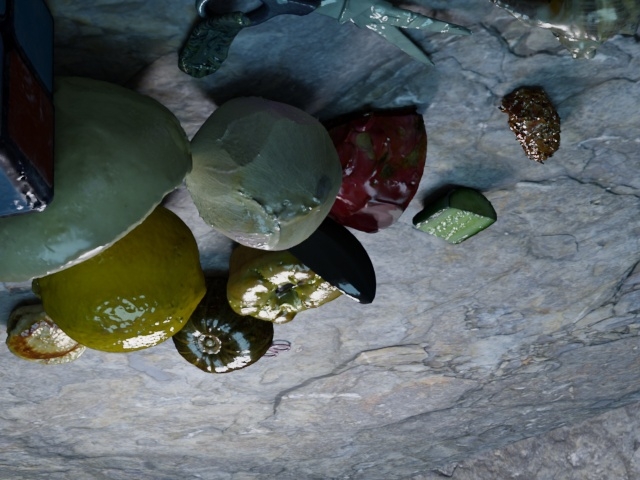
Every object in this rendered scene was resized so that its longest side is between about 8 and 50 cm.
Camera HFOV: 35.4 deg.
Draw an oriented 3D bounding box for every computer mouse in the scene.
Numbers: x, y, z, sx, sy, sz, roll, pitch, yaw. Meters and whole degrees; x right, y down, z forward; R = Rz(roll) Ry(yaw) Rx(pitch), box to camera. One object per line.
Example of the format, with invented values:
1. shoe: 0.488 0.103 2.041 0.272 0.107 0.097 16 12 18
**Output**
1. computer mouse: 0.000 0.000 1.722 0.086 0.269 0.137 -54 175 8

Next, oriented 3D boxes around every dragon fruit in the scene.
1. dragon fruit: 0.070 -0.109 1.643 0.163 0.189 0.261 -22 165 -48

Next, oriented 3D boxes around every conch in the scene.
1. conch: 0.302 -0.362 1.221 0.210 0.159 0.291 -2 114 9

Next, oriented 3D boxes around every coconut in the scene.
1. coconut: -0.080 -0.101 1.503 0.230 0.227 0.227 18 173 43

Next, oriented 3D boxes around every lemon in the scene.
1. lemon: -0.338 0.057 1.712 0.293 0.293 0.293 -5 151 -3

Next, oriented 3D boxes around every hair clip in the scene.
1. hair clip: -0.141 -0.272 1.361 0.066 0.036 0.229 11 166 -21

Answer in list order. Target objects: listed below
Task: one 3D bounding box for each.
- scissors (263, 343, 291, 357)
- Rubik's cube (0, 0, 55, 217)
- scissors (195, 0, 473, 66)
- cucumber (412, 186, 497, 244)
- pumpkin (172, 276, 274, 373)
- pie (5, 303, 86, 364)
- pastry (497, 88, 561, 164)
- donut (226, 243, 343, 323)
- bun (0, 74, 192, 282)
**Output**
1. scissors: -0.152 0.249 2.345 0.176 0.022 0.085 17 146 -42
2. Rubik's cube: -0.503 -0.210 1.141 0.313 0.316 0.318 -9 152 4
3. scissors: 0.042 -0.316 1.362 0.383 0.029 0.256 15 148 -37
4. cucumber: 0.245 -0.051 1.854 0.116 0.062 0.115 22 139 -30
5. pumpkin: -0.201 0.173 2.064 0.219 0.162 0.219 4 127 6
6. pie: -0.564 0.196 2.092 0.179 0.084 0.205 4 146 -20
7. pastry: 0.351 -0.183 1.638 0.087 0.063 0.169 -16 151 21
8. donut: -0.064 0.055 1.906 0.261 0.128 0.208 -29 143 34
9. bun: -0.365 -0.109 1.382 0.364 0.364 0.202 -17 118 18
